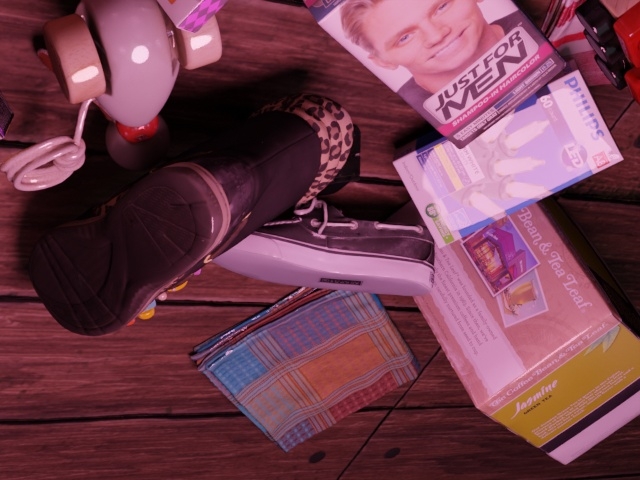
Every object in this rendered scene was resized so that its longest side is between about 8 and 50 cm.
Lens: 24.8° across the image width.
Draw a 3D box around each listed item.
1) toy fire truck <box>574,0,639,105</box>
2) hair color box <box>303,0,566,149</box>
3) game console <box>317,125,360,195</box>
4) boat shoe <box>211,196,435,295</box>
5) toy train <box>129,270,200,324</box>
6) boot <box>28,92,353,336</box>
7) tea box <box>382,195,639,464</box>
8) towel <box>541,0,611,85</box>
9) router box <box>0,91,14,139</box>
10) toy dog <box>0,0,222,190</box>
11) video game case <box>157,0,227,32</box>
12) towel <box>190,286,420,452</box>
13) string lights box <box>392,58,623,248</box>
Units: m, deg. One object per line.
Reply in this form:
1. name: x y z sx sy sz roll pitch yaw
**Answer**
1. toy fire truck: 0.452 -0.209 1.748 0.158 0.246 0.217 -37 154 6
2. hair color box: 0.128 -0.253 1.669 0.174 0.105 0.347 -39 143 14
3. game console: -0.018 -0.095 1.848 0.122 0.071 0.107 -10 111 -27
4. boat shoe: 0.001 -0.001 1.890 0.306 0.105 0.113 6 162 -3
5. toy train: -0.226 0.034 1.841 0.166 0.046 0.125 -44 138 19
6. boot: -0.150 -0.034 1.673 0.284 0.138 0.377 -34 -179 -42
7. tea box: 0.292 0.090 2.021 0.220 0.329 0.323 -37 143 12
8. towel: 0.401 -0.320 1.837 0.237 0.037 0.329 -12 142 -24
9. router box: -0.404 -0.090 1.482 0.179 0.133 0.046 -30 106 2
10. toy dog: -0.209 -0.192 1.482 0.220 0.161 0.334 -10 164 -31
11. video game case: -0.100 -0.341 1.308 0.232 0.210 0.042 -42 162 19
12. towel: -0.007 0.188 2.189 0.271 0.040 0.370 -30 145 3
13. string lights box: 0.238 -0.110 1.859 0.260 0.077 0.133 -27 102 14
